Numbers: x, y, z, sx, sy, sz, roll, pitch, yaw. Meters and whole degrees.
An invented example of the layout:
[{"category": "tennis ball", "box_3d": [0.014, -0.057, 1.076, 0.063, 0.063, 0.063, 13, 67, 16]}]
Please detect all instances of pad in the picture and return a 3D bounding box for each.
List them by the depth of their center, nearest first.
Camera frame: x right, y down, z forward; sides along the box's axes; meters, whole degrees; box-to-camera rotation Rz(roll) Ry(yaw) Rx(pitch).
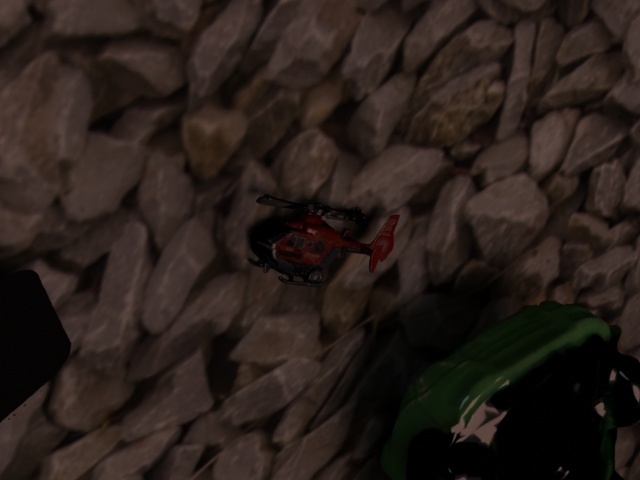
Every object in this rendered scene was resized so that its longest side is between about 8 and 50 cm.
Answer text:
[{"category": "pad", "box_3d": [-0.278, 0.073, 1.057, 0.250, 0.055, 0.323, -40, 141, -14]}]

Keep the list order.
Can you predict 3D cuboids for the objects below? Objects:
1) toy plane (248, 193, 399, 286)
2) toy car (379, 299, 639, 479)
[{"category": "toy plane", "box_3d": [0.000, 0.000, 1.298, 0.145, 0.037, 0.060, 7, 105, -43]}, {"category": "toy car", "box_3d": [0.134, 0.205, 1.499, 0.213, 0.176, 0.358, -28, 133, -28]}]
